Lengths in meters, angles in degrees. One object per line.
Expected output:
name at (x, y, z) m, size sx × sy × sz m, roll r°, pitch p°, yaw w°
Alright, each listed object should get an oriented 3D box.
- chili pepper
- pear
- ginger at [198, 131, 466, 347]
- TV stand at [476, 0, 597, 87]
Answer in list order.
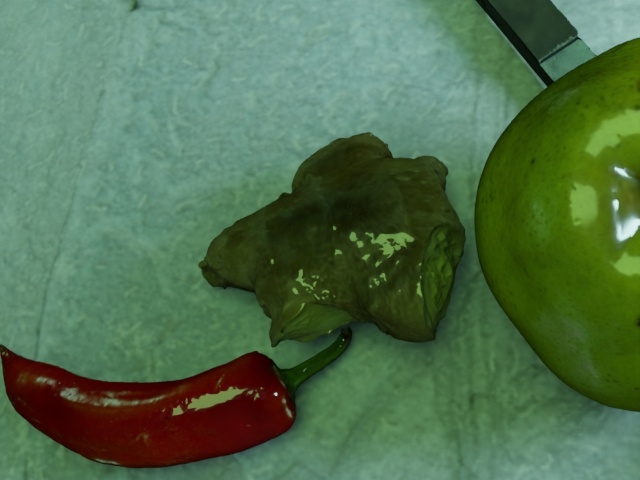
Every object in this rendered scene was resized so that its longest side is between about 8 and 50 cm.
chili pepper at (-0.156, 0.144, 0.996) m, size 0.368 × 0.092 × 0.137 m, roll -3°, pitch 57°, yaw 13°
pear at (0.256, -0.013, 0.830) m, size 0.294 × 0.294 × 0.294 m, roll -6°, pitch 68°, yaw 15°
ginger at (0.000, 0.000, 0.984) m, size 0.270 × 0.123 × 0.219 m, roll 3°, pitch 62°, yaw 21°
TV stand at (0.227, -0.181, 1.031) m, size 0.049 × 0.040 × 0.256 m, roll -33°, pitch 64°, yaw 1°
